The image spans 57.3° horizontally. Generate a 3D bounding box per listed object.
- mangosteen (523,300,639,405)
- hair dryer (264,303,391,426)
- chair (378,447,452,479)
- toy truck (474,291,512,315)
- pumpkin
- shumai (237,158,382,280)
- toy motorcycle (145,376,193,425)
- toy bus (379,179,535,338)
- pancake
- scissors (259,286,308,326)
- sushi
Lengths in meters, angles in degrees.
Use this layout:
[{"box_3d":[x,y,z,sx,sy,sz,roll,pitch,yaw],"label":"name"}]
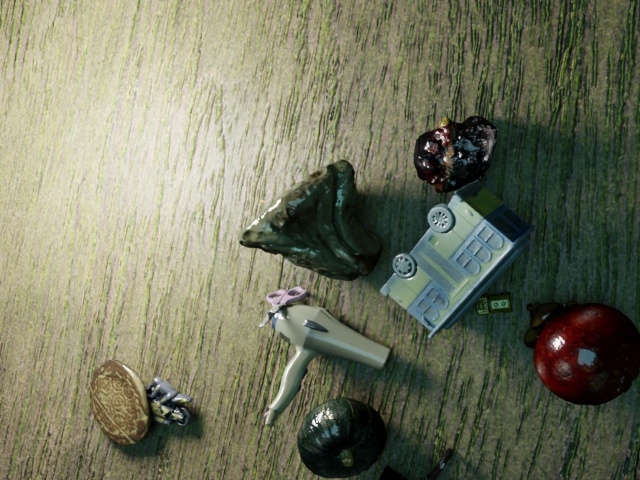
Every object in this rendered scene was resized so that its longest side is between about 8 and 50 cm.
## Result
[{"box_3d":[0.529,0.217,1.223,0.257,0.215,0.215,40,103,47],"label":"mangosteen"},{"box_3d":[0.021,0.299,1.400,0.296,0.119,0.298,0,66,8],"label":"hair dryer"},{"box_3d":[0.201,0.558,1.364,0.113,0.106,0.229,30,97,15],"label":"chair"},{"box_3d":[0.392,0.145,1.333,0.083,0.054,0.049,-8,86,19],"label":"toy truck"},{"box_3d":[0.050,0.465,1.370,0.211,0.211,0.152,-43,43,13],"label":"pumpkin"},{"box_3d":[0.000,0.000,1.362,0.304,0.309,0.263,-38,89,-24],"label":"shumai"},{"box_3d":[-0.430,0.436,1.602,0.193,0.061,0.124,2,96,27],"label":"toy motorcycle"},{"box_3d":[0.289,0.042,1.271,0.190,0.152,0.312,43,125,15],"label":"toy bus"},{"box_3d":[-0.561,0.447,1.632,0.250,0.031,0.250,4,97,32],"label":"pancake"},{"box_3d":[-0.106,0.159,1.423,0.110,0.212,0.021,-8,104,19],"label":"scissors"},{"box_3d":[0.291,-0.191,1.325,0.150,0.153,0.172,7,113,-1],"label":"sushi"}]
